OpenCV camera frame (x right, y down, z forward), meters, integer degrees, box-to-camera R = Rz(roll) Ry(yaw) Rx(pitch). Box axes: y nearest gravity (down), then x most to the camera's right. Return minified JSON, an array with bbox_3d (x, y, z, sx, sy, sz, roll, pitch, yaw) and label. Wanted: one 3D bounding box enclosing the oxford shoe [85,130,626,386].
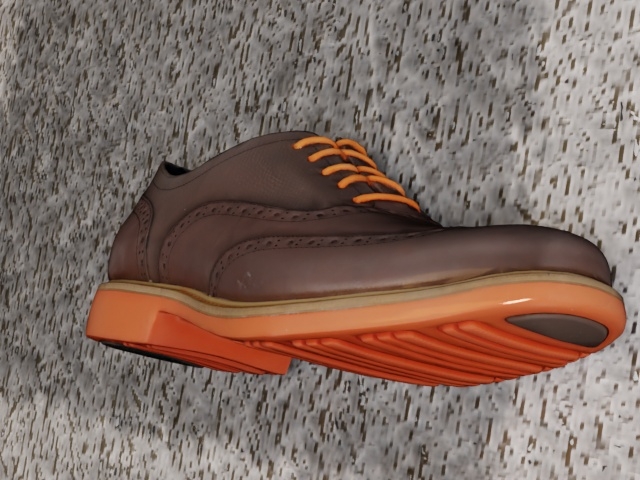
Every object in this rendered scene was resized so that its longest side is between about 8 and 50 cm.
[{"bbox_3d":[0.000,0.000,0.531,0.271,0.097,0.098,-1,74,48],"label":"oxford shoe"}]
